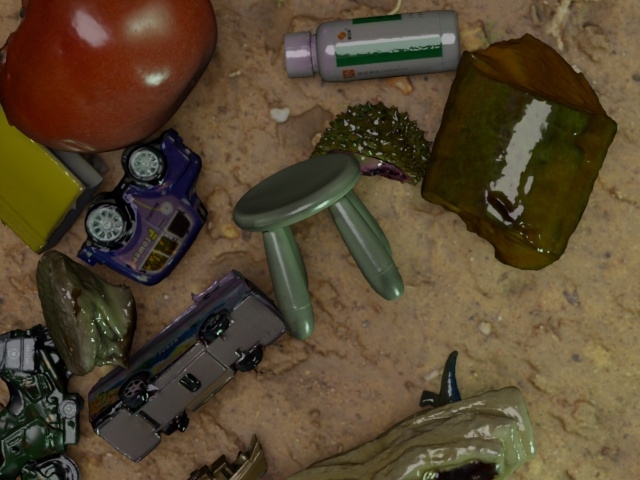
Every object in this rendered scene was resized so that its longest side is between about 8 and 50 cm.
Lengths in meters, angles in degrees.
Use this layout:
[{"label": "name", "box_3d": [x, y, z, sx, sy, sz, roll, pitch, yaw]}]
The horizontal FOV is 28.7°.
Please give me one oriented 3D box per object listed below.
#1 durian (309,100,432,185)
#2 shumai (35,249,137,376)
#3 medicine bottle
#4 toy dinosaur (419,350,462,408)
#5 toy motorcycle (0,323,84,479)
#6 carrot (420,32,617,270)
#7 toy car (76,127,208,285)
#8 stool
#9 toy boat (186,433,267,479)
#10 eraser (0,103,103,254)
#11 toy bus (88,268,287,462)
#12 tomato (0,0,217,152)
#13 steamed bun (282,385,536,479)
[{"label": "durian", "box_3d": [0.081, -0.152, 1.853, 0.186, 0.108, 0.119, 14, 91, 5]}, {"label": "shumai", "box_3d": [-0.327, 0.100, 1.795, 0.120, 0.201, 0.201, -18, 87, -23]}, {"label": "medicine bottle", "box_3d": [0.078, -0.287, 1.863, 0.260, 0.095, 0.095, -5, 89, 3]}, {"label": "toy dinosaur", "box_3d": [0.223, 0.302, 1.867, 0.188, 0.075, 0.248, 19, 85, -3]}, {"label": "toy motorcycle", "box_3d": [-0.453, 0.261, 1.888, 0.187, 0.125, 0.275, 2, 87, -5]}, {"label": "carrot", "box_3d": [0.285, -0.139, 1.774, 0.241, 0.241, 0.341, 19, 91, 5]}, {"label": "toy car", "box_3d": [-0.252, -0.047, 1.861, 0.158, 0.172, 0.235, 34, 89, -12]}, {"label": "stool", "box_3d": [0.000, 0.000, 1.800, 0.195, 0.195, 0.199, -25, 111, 4]}, {"label": "toy boat", "box_3d": [-0.164, 0.371, 1.882, 0.206, 0.064, 0.072, -44, 102, 2]}, {"label": "eraser", "box_3d": [-0.451, -0.105, 1.890, 0.226, 0.069, 0.158, 44, 118, 5]}, {"label": "toy bus", "box_3d": [-0.197, 0.177, 1.847, 0.317, 0.138, 0.112, -39, 121, 4]}, {"label": "tomato", "box_3d": [-0.300, -0.272, 1.778, 0.272, 0.341, 0.341, 25, 91, -10]}, {"label": "steamed bun", "box_3d": [0.128, 0.401, 1.769, 0.428, 0.189, 0.247, -23, 109, 12]}]
